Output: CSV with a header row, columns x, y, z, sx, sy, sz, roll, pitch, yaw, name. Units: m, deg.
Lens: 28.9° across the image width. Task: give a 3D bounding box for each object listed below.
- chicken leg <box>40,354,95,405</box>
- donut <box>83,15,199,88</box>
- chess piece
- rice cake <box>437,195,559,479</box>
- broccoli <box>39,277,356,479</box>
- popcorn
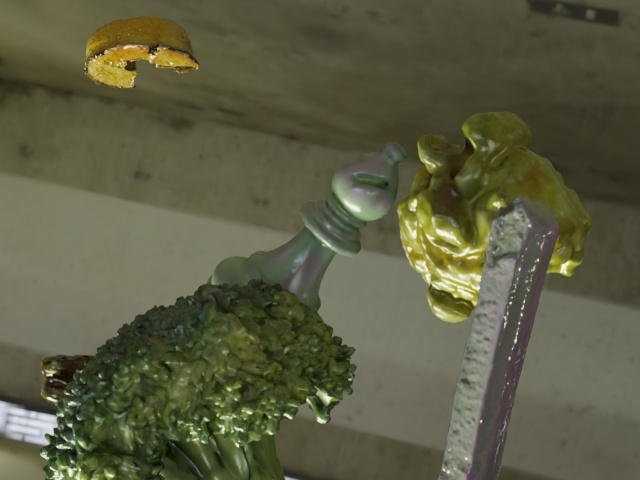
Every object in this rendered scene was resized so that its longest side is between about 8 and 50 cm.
x,y,z,sx,sy,sz,roll,pitch,yaw,name
-0.220,0.197,1.867,0.361,0.140,0.211,1,163,2,chicken leg
-0.290,-0.299,1.946,0.181,0.078,0.146,-11,164,27,donut
0.000,0.000,1.336,0.139,0.272,0.139,34,-159,-15,chess piece
0.204,0.128,1.436,0.072,0.365,0.056,5,-169,-41,rice cake
-0.105,0.153,1.109,0.235,0.288,0.260,57,179,-38,broccoli
0.213,-0.029,1.672,0.250,0.242,0.235,-36,157,30,popcorn
